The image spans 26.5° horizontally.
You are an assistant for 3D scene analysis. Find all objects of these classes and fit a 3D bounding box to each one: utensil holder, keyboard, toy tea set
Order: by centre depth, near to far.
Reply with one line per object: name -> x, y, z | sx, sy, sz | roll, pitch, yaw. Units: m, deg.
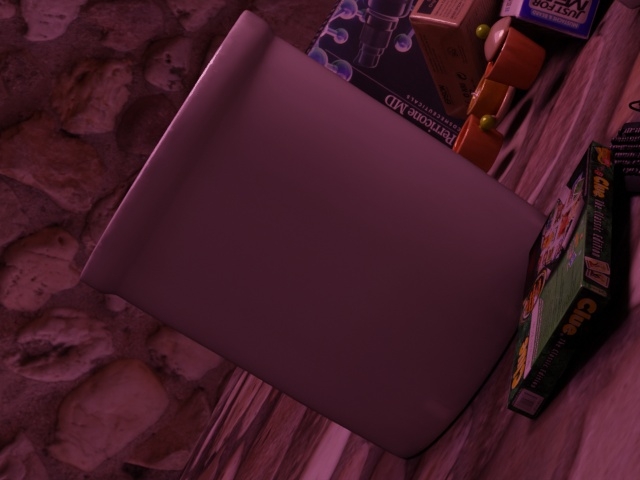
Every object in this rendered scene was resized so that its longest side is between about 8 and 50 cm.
keyboard -> 0.286, -0.093, 1.217 | 0.100, 0.038, 0.192 | -58, 7, 0
utensil holder -> 0.000, 0.000, 1.414 | 0.328, 0.385, 0.327 | -58, 5, 8
toy tea set -> 0.177, -0.151, 1.833 | 0.200, 0.124, 0.336 | -79, 14, -76

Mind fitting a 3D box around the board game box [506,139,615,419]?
board game box -> 0.211, 0.027, 1.174 | 0.136, 0.030, 0.260 | -62, 3, 32

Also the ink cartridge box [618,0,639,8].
ink cartridge box -> 0.354, -0.493, 1.500 | 0.385, 0.279, 0.160 | -58, 5, -1

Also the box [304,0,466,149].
box -> 0.191, -0.379, 2.220 | 0.395, 0.293, 0.212 | -58, 5, 6

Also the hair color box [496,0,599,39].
hair color box -> 0.344, -0.444, 1.808 | 0.185, 0.110, 0.339 | -95, 23, -81

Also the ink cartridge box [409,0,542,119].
ink cartridge box -> 0.232, -0.315, 1.980 | 0.193, 0.088, 0.235 | -61, -32, -22
